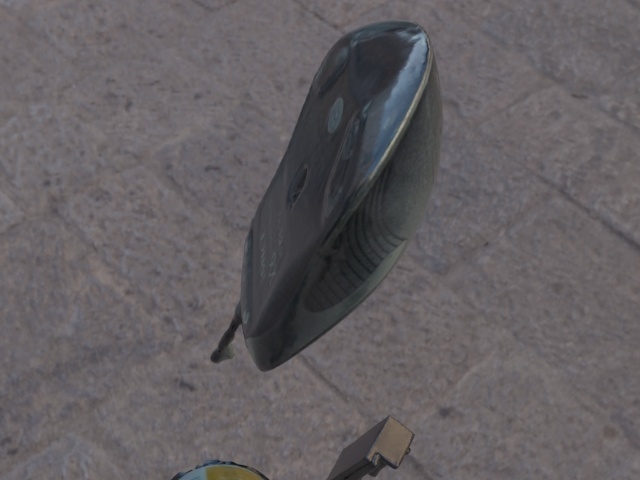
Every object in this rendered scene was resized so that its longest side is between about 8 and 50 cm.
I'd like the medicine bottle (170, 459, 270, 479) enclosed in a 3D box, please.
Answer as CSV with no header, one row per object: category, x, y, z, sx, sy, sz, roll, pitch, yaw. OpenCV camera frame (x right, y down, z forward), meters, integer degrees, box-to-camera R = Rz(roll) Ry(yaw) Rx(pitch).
medicine bottle,-0.028,0.226,0.345,0.108,0.108,0.426,-2,10,-10

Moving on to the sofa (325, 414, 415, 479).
sofa,0.068,0.317,1.126,0.060,0.147,0.085,40,47,0

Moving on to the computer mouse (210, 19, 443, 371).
computer mouse,0.000,0.000,0.620,0.090,0.379,0.167,16,46,-19
